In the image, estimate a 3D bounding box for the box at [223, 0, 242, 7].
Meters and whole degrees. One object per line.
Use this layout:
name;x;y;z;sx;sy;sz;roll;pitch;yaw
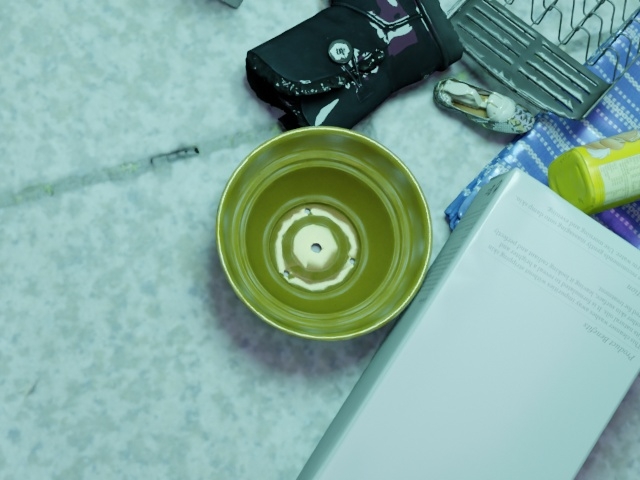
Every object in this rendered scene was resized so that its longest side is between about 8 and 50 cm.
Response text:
box;-0.121;-0.372;1.526;0.181;0.119;0.181;27;77;-2

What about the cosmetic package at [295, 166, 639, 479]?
cosmetic package;0.159;0.148;1.429;0.217;0.156;0.385;35;85;-2

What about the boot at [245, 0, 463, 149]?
boot;0.006;-0.238;1.529;0.207;0.094;0.246;-31;91;-15

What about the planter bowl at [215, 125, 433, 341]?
planter bowl;0.000;0.000;1.487;0.217;0.090;0.217;1;79;-6

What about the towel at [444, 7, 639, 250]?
towel;0.322;-0.059;1.566;0.243;0.040;0.336;43;77;1

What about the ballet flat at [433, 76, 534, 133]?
ballet flat;0.170;-0.143;1.545;0.114;0.041;0.041;21;77;17

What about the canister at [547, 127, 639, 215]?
canister;0.329;-0.078;1.494;0.169;0.126;0.073;-17;84;-11

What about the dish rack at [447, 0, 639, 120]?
dish rack;0.276;-0.267;1.557;0.208;0.074;0.271;39;72;13
